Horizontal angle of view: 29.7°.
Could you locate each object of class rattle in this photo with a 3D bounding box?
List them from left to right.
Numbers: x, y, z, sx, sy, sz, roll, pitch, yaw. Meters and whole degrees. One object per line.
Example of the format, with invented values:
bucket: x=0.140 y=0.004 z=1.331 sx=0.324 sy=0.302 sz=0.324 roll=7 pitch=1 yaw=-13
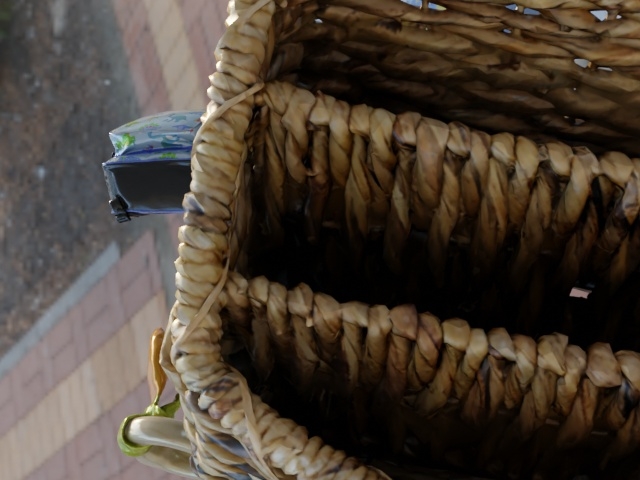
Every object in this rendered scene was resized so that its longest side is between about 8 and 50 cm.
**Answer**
rattle: x=-0.095 y=0.184 z=1.234 sx=0.143 sy=0.199 sz=0.130 roll=-68 pitch=-27 yaw=-42

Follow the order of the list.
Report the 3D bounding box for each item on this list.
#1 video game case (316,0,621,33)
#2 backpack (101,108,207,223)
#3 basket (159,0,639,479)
video game case: x=0.091 y=-0.260 z=0.989 sx=0.329 sy=0.300 sz=0.036 roll=-6 pitch=40 yaw=29
backpack: x=-0.120 y=-0.068 z=1.024 sx=0.105 sy=0.114 sz=0.084 roll=-3 pitch=102 yaw=17
basket: x=0.091 y=0.026 z=0.492 sx=0.223 sy=0.299 sz=0.214 roll=97 pitch=-173 yaw=-56
